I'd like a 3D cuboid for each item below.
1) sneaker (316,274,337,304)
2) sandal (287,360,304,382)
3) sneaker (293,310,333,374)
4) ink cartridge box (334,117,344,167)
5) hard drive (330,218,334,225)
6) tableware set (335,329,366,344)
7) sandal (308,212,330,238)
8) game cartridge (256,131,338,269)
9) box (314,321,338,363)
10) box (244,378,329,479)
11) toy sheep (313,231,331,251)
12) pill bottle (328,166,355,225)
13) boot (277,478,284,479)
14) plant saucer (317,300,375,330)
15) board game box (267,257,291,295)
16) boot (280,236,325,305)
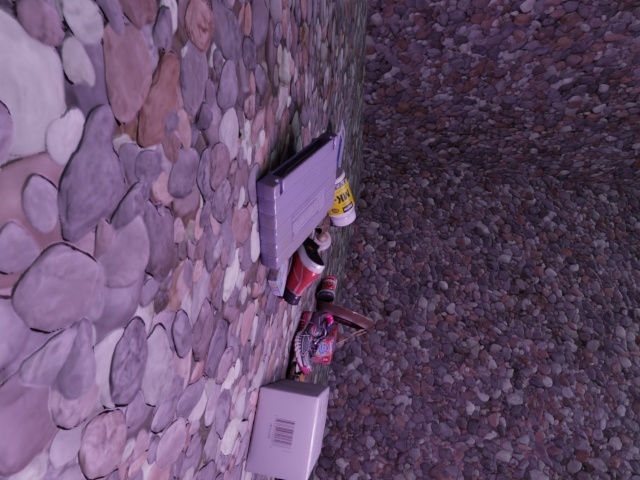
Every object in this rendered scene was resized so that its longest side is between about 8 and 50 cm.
[{"bbox_3d":[0.033,0.237,2.053,0.270,0.090,0.145,85,13,-71],"label":"sneaker"},{"bbox_3d":[-0.090,0.534,1.541,0.090,0.060,0.220,-72,166,-53],"label":"sandal"},{"bbox_3d":[-0.028,0.375,1.566,0.299,0.111,0.121,-74,154,-53],"label":"sneaker"},{"bbox_3d":[0.050,-0.313,1.739,0.176,0.069,0.371,37,64,-80],"label":"ink cartridge box"},{"bbox_3d":[0.068,-0.154,2.052,0.254,0.054,0.172,-14,112,-81],"label":"hard drive"},{"bbox_3d":[0.148,0.472,2.005,0.020,0.168,0.141,65,13,18],"label":"tableware set"},{"bbox_3d":[-0.004,-0.077,1.494,0.303,0.086,0.120,-53,150,-74],"label":"sandal"},{"bbox_3d":[-0.049,-0.110,1.037,0.355,0.068,0.230,-51,154,-50],"label":"game cartridge"},{"bbox_3d":[0.005,0.466,1.913,0.257,0.128,0.123,-33,130,-80],"label":"box"},{"bbox_3d":[-0.082,0.549,1.233,0.345,0.168,0.215,67,31,-73],"label":"box"},{"bbox_3d":[0.000,0.000,1.621,0.132,0.091,0.091,124,-25,-77],"label":"toy sheep"},{"bbox_3d":[0.062,-0.164,1.566,0.119,0.119,0.209,-74,150,-46],"label":"pill bottle"},{"bbox_3d":[-0.115,0.818,1.557,0.106,0.082,0.219,-30,129,-83],"label":"boot"},{"bbox_3d":[0.120,0.384,2.041,0.311,0.310,0.050,74,36,-71],"label":"plant saucer"},{"bbox_3d":[-0.106,0.061,1.117,0.103,0.026,0.154,83,17,-61],"label":"board game box"},{"bbox_3d":[-0.075,0.084,1.231,0.176,0.088,0.244,-57,-160,17],"label":"boot"}]
